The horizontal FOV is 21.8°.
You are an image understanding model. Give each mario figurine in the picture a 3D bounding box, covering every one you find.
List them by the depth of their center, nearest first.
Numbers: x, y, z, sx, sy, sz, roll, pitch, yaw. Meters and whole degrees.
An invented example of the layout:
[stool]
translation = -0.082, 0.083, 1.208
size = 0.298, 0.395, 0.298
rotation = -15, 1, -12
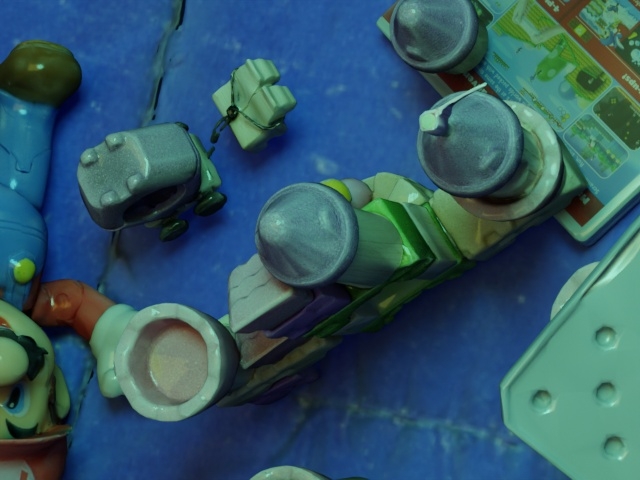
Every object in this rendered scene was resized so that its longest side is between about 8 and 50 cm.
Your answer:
[mario figurine]
translation = -0.209, 0.020, 1.061
size = 0.198, 0.170, 0.321
rotation = -11, 74, 17

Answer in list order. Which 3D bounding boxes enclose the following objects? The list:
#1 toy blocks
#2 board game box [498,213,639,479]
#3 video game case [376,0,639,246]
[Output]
[toy blocks]
translation = 0.000, 0.000, 0.912
size = 0.288, 0.260, 0.309
rotation = -35, 74, 17
[board game box]
translation = 0.346, 0.044, 0.805
size = 0.390, 0.050, 0.390
rotation = 38, 94, -9
[video game case]
translation = 0.200, -0.164, 1.019
size = 0.285, 0.025, 0.204
rotation = -43, 68, 7
